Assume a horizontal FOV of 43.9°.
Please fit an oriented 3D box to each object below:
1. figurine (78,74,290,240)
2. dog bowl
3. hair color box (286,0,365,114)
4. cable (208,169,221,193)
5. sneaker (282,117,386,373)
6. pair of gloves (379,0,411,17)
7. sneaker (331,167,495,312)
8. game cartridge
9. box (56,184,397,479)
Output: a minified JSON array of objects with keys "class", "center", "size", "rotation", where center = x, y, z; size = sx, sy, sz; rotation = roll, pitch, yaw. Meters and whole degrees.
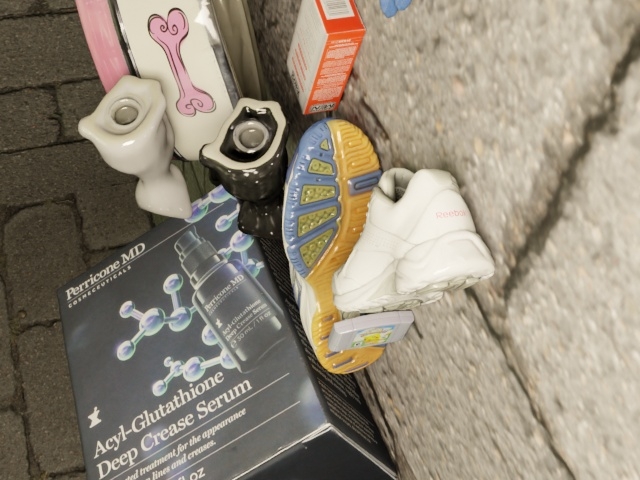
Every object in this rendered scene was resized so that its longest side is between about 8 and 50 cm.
[{"class":"figurine","center":[-0.131,-0.070,0.869],"size":[0.209,0.214,0.092],"rotation":[83,-158,-63]},{"class":"dog bowl","center":[-0.178,-0.282,0.983],"size":[0.408,0.150,0.408],"rotation":[-13,-90,-87]},{"class":"hair color box","center":[0.002,-0.201,0.831],"size":[0.141,0.043,0.072],"rotation":[117,139,-64]},{"class":"cable","center":[-0.144,-0.098,1.446],"size":[0.287,0.072,0.140],"rotation":[-5,80,62]},{"class":"sneaker","center":[0.000,0.000,0.865],"size":[0.131,0.111,0.297],"rotation":[-126,29,-56]},{"class":"pair of gloves","center":[0.049,-0.290,0.643],"size":[0.159,0.023,0.198],"rotation":[106,152,-62]},{"class":"sneaker","center":[0.071,-0.001,0.695],"size":[0.232,0.090,0.115],"rotation":[148,116,-64]},{"class":"game cartridge","center":[0.051,0.091,0.801],"size":[0.056,0.083,0.017],"rotation":[102,156,-56]},{"class":"box","center":[-0.132,0.175,1.011],"size":[0.212,0.293,0.396],"rotation":[50,-169,-49]}]
